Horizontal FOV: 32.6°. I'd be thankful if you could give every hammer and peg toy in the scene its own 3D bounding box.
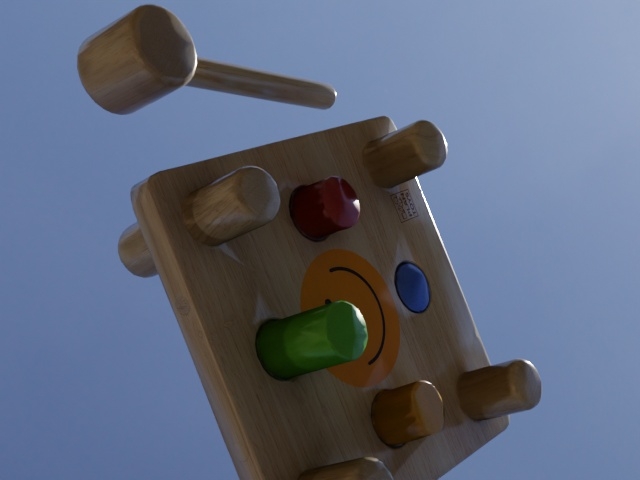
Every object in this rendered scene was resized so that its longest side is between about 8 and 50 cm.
[{"bbox_3d":[0.000,0.000,0.735,0.127,0.266,0.361,-23,-92,41],"label":"hammer and peg toy"}]
